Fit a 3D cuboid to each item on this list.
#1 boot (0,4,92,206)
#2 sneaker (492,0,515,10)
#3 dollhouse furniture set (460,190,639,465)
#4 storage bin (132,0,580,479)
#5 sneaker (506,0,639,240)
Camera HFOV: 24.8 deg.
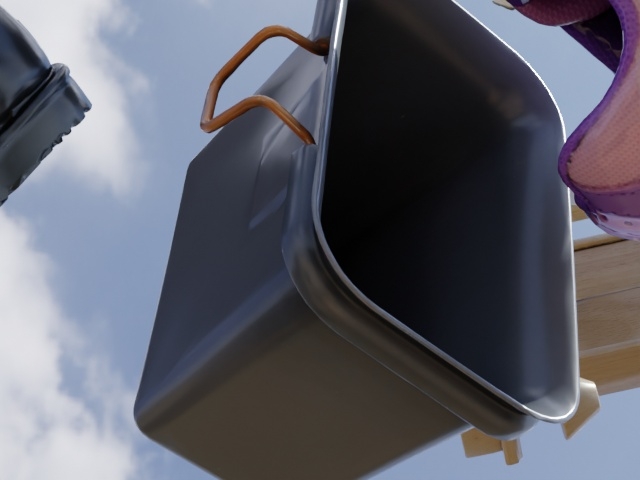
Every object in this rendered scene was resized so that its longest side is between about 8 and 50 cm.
[{"bbox_3d":[-0.224,-0.067,0.579,0.094,0.246,0.207,-19,-63,43],"label":"boot"},{"bbox_3d":[0.175,-0.177,0.872,0.209,0.081,0.094,19,-44,35],"label":"sneaker"},{"bbox_3d":[0.134,-0.060,0.890,0.174,0.303,0.355,-13,-44,4],"label":"dollhouse furniture set"},{"bbox_3d":[0.000,0.000,0.379,0.098,0.135,0.091,35,-54,-24],"label":"storage bin"},{"bbox_3d":[0.093,-0.100,0.369,0.105,0.236,0.095,-9,-18,19],"label":"sneaker"}]
